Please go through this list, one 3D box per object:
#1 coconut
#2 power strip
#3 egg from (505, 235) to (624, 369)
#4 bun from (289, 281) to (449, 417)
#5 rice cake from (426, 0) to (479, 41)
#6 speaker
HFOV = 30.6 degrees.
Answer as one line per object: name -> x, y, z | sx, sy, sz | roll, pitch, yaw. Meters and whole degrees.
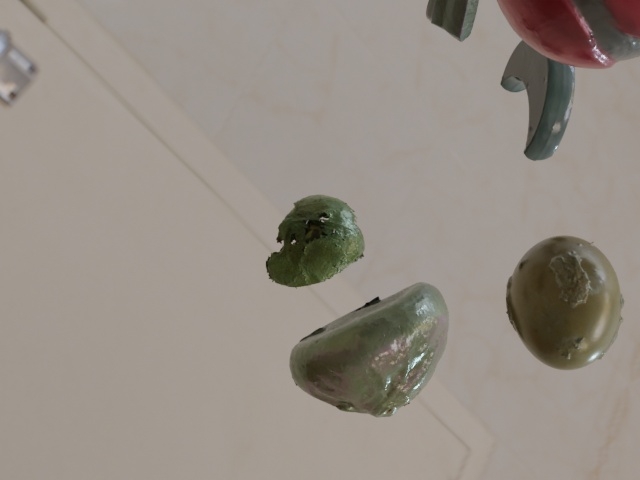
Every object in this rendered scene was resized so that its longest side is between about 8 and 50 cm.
coconut -> -0.001, -0.004, 1.686 | 0.133, 0.055, 0.158 | 13, -116, 8
power strip -> 0.366, -0.265, 1.967 | 0.253, 0.054, 0.167 | -95, -160, -46
egg -> 0.342, 0.087, 1.651 | 0.164, 0.164, 0.201 | -21, -131, 29
bun -> 0.105, 0.203, 2.001 | 0.293, 0.187, 0.293 | -28, -178, 1
rice cake -> 0.208, -0.405, 1.748 | 0.042, 0.221, 0.080 | -30, -122, -29
speaker -> 0.346, -0.347, 1.364 | 0.294, 0.294, 0.294 | -25, -139, 24
